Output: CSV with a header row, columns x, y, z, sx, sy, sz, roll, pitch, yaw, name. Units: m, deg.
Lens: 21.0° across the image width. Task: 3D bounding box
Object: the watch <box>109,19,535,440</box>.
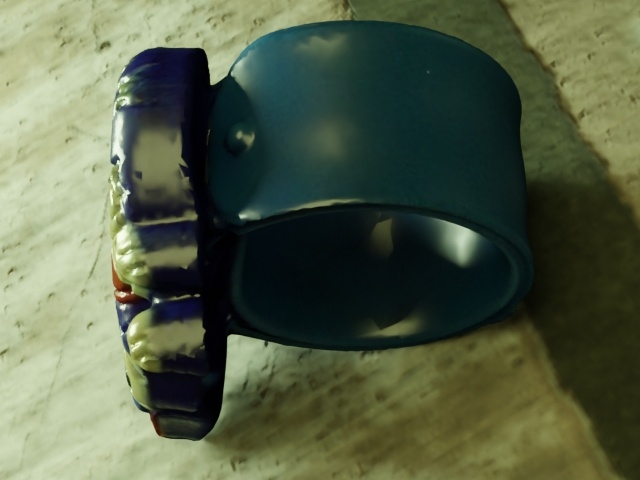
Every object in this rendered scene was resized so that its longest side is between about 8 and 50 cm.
x,y,z,sx,sy,sz,roll,pitch,yaw,name
0.000,-0.008,0.822,0.200,0.196,0.171,-3,73,0,watch
